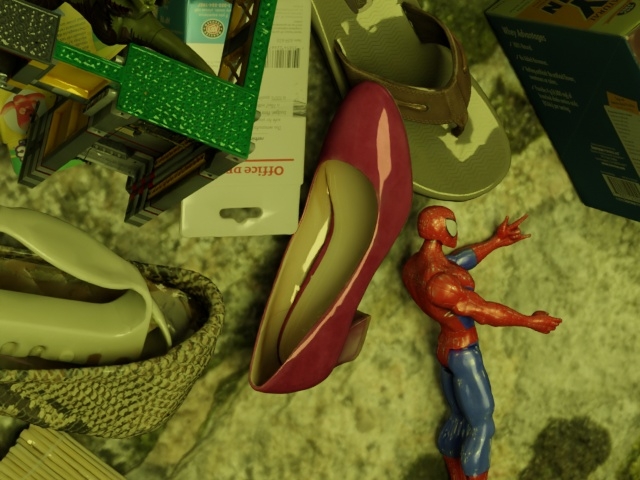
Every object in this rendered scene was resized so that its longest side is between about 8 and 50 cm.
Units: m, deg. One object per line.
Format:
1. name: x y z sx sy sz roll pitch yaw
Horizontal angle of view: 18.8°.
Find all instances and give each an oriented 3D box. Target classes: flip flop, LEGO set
1. flip flop: 0.065 -0.143 1.501 0.112 0.080 0.277 -36 114 -16
2. LEGO set: -0.181 -0.152 1.294 0.331 0.192 0.255 12 68 -29

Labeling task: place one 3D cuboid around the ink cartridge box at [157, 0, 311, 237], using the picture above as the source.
1. ink cartridge box: -0.069 -0.096 1.455 0.104 0.060 0.180 -2 102 -27

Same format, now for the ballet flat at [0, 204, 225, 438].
1. ballet flat: -0.278 0.035 1.296 0.483 0.164 0.182 8 139 -33

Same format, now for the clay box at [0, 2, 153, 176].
1. clay box: -0.195 -0.165 1.381 0.127 0.053 0.222 -19 110 -20

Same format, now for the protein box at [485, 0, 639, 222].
1. protein box: 0.272 -0.128 1.540 0.136 0.200 0.201 -37 115 -15

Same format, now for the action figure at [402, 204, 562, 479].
1. action figure: 0.148 0.091 1.589 0.139 0.091 0.280 -21 111 -15

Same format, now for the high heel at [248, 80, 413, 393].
1. high heel: 0.000 0.000 1.476 0.117 0.082 0.244 -19 130 -53

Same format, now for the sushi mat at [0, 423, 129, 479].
1. sushi mat: -0.122 0.268 1.416 0.316 0.019 0.151 37 45 -1
